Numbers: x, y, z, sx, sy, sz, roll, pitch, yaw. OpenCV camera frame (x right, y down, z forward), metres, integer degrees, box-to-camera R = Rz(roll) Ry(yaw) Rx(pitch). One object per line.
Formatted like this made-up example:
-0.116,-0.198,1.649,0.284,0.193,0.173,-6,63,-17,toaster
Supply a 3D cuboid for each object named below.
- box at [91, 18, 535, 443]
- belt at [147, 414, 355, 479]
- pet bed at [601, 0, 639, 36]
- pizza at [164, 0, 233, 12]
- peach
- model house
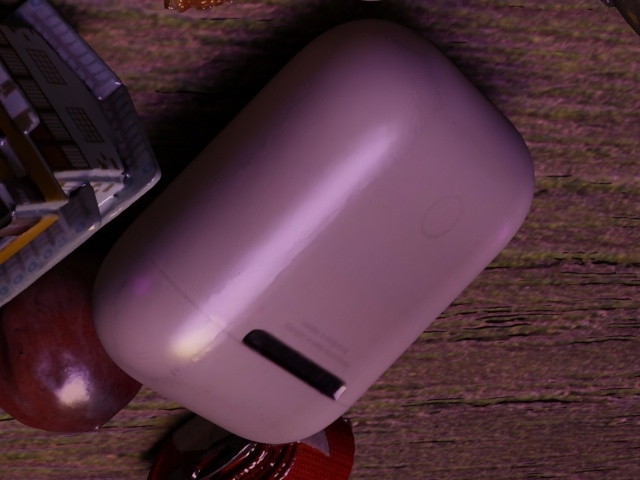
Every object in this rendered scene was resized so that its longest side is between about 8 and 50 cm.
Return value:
0.001,0.001,1.533,0.349,0.141,0.289,-46,143,6,box
-0.073,0.221,1.841,0.201,0.128,0.124,-36,145,20,belt
0.296,-0.248,1.401,0.211,0.159,0.183,-37,156,1,pet bed
-0.075,-0.197,1.372,0.099,0.029,0.100,-26,144,18,pizza
-0.210,0.090,1.572,0.152,0.152,0.152,-16,145,-11,peach
-0.262,-0.042,1.303,0.224,0.198,0.215,-38,168,19,model house
